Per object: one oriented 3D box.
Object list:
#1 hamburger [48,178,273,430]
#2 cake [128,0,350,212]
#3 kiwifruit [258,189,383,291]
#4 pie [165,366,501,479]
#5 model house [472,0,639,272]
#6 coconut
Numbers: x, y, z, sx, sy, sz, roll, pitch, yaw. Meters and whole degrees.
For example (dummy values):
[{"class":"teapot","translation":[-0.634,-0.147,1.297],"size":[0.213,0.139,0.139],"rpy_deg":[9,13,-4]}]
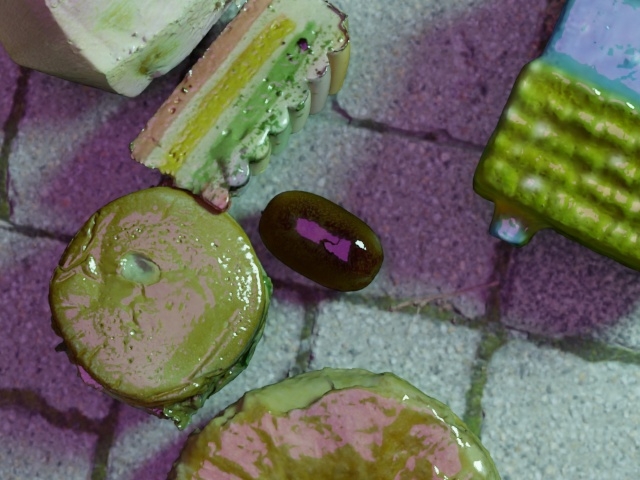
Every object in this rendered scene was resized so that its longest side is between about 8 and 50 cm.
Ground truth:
[{"class":"hamburger","translation":[-0.141,0.052,1.168],"size":[0.189,0.122,0.215],"rpy_deg":[27,83,6]},{"class":"cake","translation":[-0.067,-0.129,1.177],"size":[0.109,0.090,0.225],"rpy_deg":[35,79,10]},{"class":"kiwifruit","translation":[0.000,0.000,1.181],"size":[0.124,0.075,0.075],"rpy_deg":[27,88,5]},{"class":"pie","translation":[0.013,0.272,1.147],"size":[0.339,0.083,0.339],"rpy_deg":[-1,82,7]},{"class":"model house","translation":[0.282,-0.107,1.098],"size":[0.237,0.215,0.303],"rpy_deg":[27,93,8]},{"class":"coconut","translation":[-0.196,-0.252,1.150],"size":[0.245,0.233,0.233],"rpy_deg":[-44,81,-1]}]
